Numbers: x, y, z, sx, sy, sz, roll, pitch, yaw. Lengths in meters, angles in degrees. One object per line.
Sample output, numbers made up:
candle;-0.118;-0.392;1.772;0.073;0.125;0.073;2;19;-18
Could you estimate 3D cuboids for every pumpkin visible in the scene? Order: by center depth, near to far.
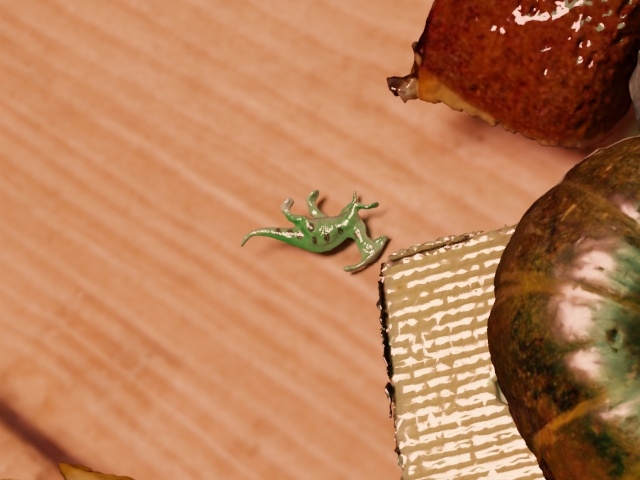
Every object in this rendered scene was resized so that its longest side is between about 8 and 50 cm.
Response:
pumpkin;0.211;0.063;0.894;0.260;0.189;0.260;-2;74;7

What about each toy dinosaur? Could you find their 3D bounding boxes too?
toy dinosaur;0.000;0.000;1.141;0.083;0.021;0.062;-37;67;7

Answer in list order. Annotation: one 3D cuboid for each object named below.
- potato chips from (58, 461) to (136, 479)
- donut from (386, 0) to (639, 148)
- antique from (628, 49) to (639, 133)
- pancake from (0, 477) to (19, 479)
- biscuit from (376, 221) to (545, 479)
potato chips;-0.049;0.237;0.997;0.080;0.057;0.407;-35;46;2
donut;0.143;-0.147;1.071;0.126;0.144;0.186;32;57;16
antique;0.257;-0.073;0.994;0.183;0.088;0.086;-19;57;19
pancake;-0.206;0.216;1.143;0.151;0.025;0.152;-12;61;22
biscuit;0.112;0.104;1.010;0.147;0.046;0.250;-17;58;19
